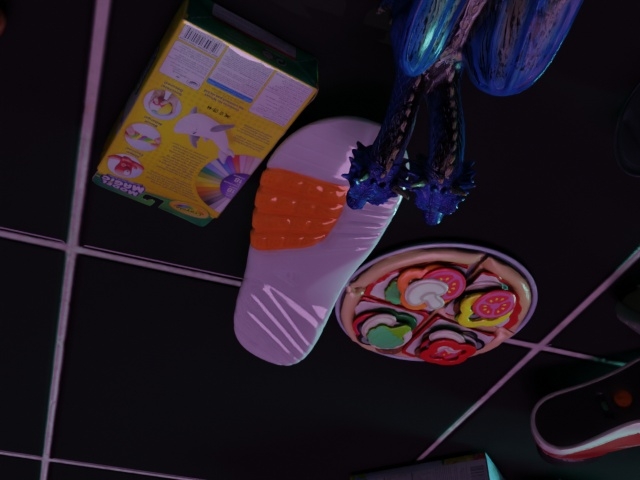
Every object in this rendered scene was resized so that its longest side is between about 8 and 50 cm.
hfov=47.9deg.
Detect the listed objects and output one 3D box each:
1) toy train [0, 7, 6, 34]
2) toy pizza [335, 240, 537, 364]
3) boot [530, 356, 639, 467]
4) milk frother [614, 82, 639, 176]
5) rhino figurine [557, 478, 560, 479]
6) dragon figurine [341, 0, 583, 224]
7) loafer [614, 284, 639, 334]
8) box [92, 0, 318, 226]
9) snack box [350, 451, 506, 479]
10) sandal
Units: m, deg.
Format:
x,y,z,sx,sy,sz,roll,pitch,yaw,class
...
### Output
x,y,z,sx,sy,sz,roll,pitch,yaw,class
-0.254,-0.121,0.417,0.248,0.143,0.105,-25,132,27,toy train
0.115,0.074,0.721,0.202,0.032,0.201,1,139,1,toy pizza
0.370,0.202,0.840,0.244,0.088,0.176,-18,150,11,boot
0.306,-0.093,0.491,0.135,0.129,0.143,14,94,-16,milk frother
0.386,0.402,1.064,0.243,0.073,0.106,23,141,-27,rhino figurine
0.085,-0.133,0.395,0.085,0.144,0.289,11,138,-12,dragon figurine
0.362,0.073,0.612,0.094,0.087,0.251,34,174,-21,loafer
-0.091,-0.084,0.535,0.105,0.043,0.179,24,132,-25,box
0.171,0.388,1.056,0.207,0.070,0.174,-18,136,19,snack box
-0.010,-0.004,0.600,0.102,0.076,0.265,25,129,-1,sandal
